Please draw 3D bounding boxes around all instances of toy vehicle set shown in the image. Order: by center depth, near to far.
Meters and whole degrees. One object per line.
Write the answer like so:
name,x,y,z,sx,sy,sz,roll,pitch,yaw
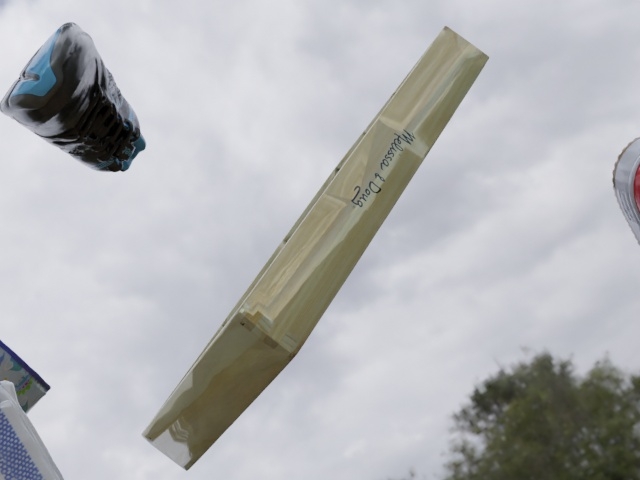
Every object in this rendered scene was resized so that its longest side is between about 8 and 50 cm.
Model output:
toy vehicle set,0.000,0.000,0.641,0.267,0.035,0.166,-55,3,-39

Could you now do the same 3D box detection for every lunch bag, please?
lunch bag,-0.389,0.169,1.189,0.129,0.096,0.151,-51,-13,-16

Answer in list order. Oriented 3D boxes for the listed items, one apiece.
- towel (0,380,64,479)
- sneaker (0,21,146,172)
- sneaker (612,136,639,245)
towel,-0.223,0.217,0.492,0.285,0.209,0.034,-32,-6,-19
sneaker,-0.264,-0.152,1.219,0.125,0.140,0.341,-50,5,-1
sneaker,0.165,0.012,0.422,0.042,0.067,0.118,-45,-58,-5
